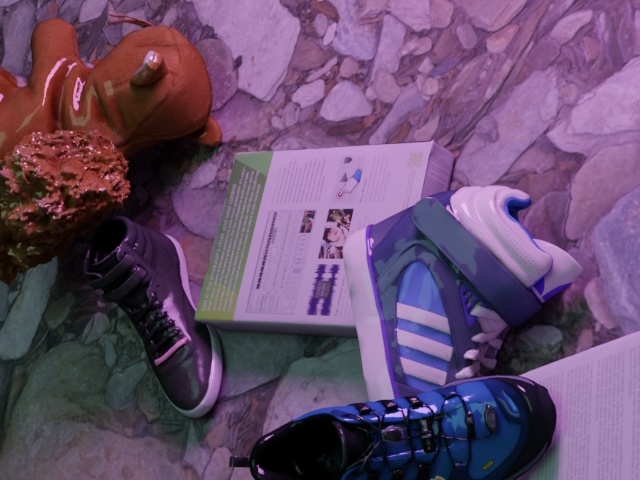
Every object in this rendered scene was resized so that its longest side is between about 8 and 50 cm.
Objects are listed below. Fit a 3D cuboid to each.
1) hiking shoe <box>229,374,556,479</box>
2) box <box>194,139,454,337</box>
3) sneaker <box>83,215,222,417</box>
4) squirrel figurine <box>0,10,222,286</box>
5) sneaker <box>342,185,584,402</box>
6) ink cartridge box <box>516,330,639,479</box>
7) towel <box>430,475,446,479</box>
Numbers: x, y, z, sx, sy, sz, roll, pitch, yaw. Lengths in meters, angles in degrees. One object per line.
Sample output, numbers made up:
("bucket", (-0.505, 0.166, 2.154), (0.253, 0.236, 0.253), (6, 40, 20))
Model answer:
("hiking shoe", (0.074, 0.200, 1.302), (0.304, 0.132, 0.113), (-19, 76, 26))
("box", (0.000, 0.000, 1.671), (0.322, 0.058, 0.232), (1, 71, 39))
("sneaker", (-0.223, 0.091, 1.754), (0.104, 0.147, 0.296), (-37, 52, 19))
("squirrel figurine", (-0.325, -0.128, 1.872), (0.370, 0.281, 0.397), (-11, 48, 19))
("sneaker", (0.168, 0.099, 1.431), (0.236, 0.130, 0.323), (-18, 74, 17))
("ink cartridge box", (0.289, 0.236, 1.185), (0.385, 0.091, 0.308), (-32, 47, 58))
("towel", (0.122, 0.300, 1.296), (0.152, 0.113, 0.023), (-63, -1, 27))
